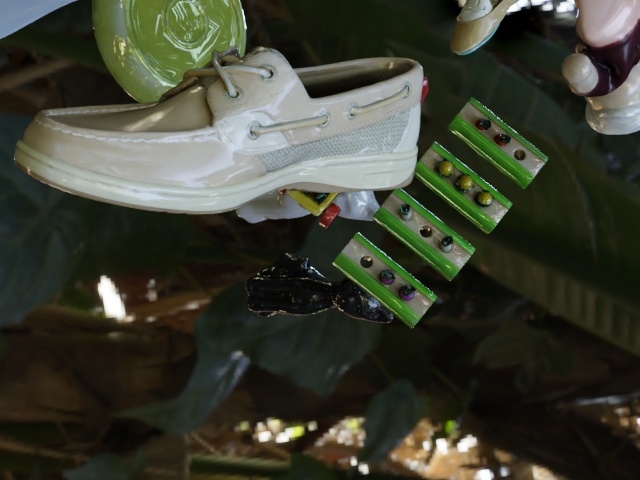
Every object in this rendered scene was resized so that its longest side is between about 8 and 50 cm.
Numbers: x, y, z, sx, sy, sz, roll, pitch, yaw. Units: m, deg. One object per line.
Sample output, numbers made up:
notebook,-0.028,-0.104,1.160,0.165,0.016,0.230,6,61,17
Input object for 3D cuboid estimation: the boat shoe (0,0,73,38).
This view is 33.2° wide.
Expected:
boat shoe,-0.265,-0.307,1.140,0.105,0.306,0.113,58,-6,44

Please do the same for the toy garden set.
toy garden set,0.095,-0.066,1.132,0.204,0.244,0.049,39,-15,3

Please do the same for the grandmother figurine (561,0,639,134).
grandmother figurine,0.280,-0.226,1.045,0.104,0.208,0.342,32,-17,34

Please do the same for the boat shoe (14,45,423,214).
boat shoe,-0.053,-0.083,0.710,0.109,0.302,0.098,33,-60,47

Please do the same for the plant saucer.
plant saucer,-0.184,-0.285,1.408,0.037,0.241,0.240,-3,-84,48

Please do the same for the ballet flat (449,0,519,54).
ballet flat,0.287,-0.410,1.846,0.080,0.232,0.073,12,-40,44

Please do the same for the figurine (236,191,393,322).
figurine,0.000,0.000,1.379,0.209,0.092,0.214,3,-75,40
